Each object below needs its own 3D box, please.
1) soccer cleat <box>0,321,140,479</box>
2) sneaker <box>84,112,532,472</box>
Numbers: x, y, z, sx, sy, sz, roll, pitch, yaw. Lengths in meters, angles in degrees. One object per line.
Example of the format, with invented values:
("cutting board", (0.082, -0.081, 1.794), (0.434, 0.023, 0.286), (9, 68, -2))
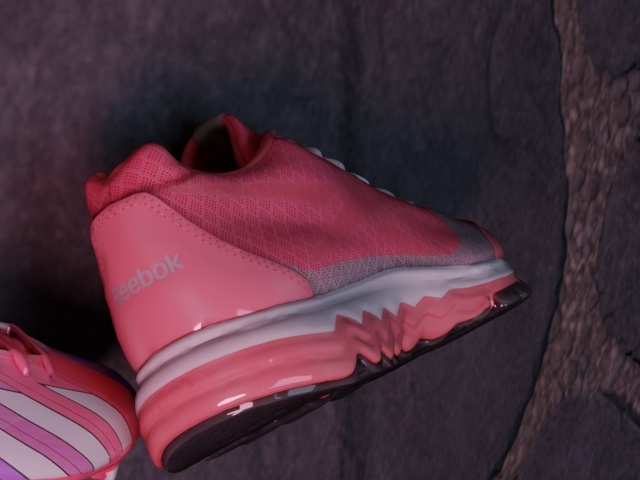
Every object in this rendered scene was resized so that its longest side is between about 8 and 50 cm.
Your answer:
("soccer cleat", (-0.153, 0.051, 0.610), (0.248, 0.083, 0.095), (-2, 99, -51))
("sneaker", (0.000, 0.000, 0.771), (0.136, 0.116, 0.314), (63, 22, 6))
